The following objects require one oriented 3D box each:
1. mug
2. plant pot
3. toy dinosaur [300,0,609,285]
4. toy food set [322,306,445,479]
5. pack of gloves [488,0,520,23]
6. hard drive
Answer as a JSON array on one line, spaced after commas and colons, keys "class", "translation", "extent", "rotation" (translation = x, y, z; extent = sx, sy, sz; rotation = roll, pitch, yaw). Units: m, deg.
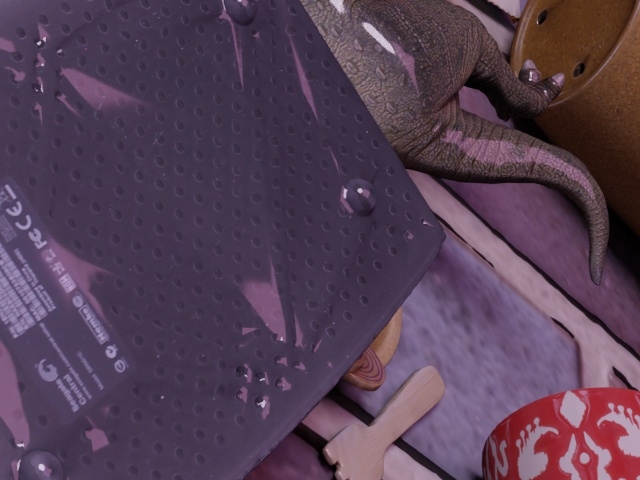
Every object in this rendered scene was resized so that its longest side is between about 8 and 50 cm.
[{"class": "mug", "translation": [0.118, 0.167, 0.727], "extent": [0.113, 0.150, 0.169], "rotation": [5, 49, -13]}, {"class": "plant pot", "translation": [0.244, -0.080, 1.003], "extent": [0.254, 0.237, 0.237], "rotation": [26, 44, -25]}, {"class": "toy dinosaur", "translation": [0.021, -0.105, 0.794], "extent": [0.160, 0.121, 0.313], "rotation": [-21, 88, -48]}, {"class": "toy food set", "translation": [0.000, 0.000, 0.717], "extent": [0.192, 0.038, 0.132], "rotation": [59, 30, -4]}, {"class": "pack of gloves", "translation": [0.120, -0.231, 1.088], "extent": [0.195, 0.046, 0.232], "rotation": [24, 61, -47]}, {"class": "hard drive", "translation": [-0.069, -0.002, 0.565], "extent": [0.172, 0.054, 0.254], "rotation": [57, 41, -8]}]
